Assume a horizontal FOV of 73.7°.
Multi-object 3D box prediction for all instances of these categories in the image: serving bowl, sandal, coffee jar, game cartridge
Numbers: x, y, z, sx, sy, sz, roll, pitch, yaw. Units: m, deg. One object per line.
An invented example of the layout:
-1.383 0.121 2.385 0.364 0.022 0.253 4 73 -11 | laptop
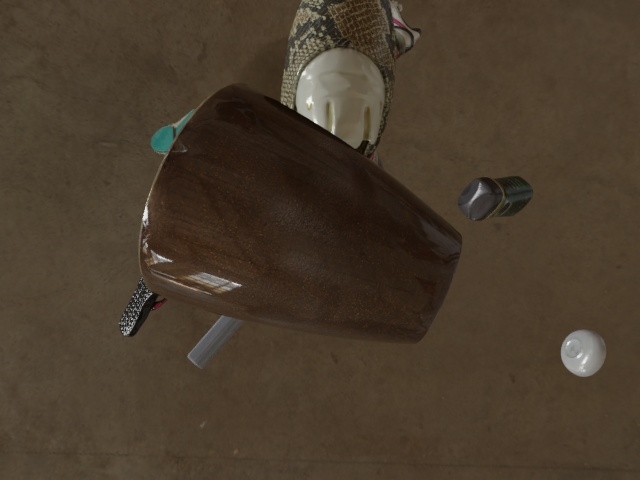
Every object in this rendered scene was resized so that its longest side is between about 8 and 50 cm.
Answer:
0.452 0.193 0.746 0.027 0.083 0.083 21 98 -10 | serving bowl
-0.289 0.090 0.737 0.040 0.067 0.179 19 110 -47 | sandal
0.396 -0.097 0.970 0.184 0.079 0.096 -8 143 -40 | coffee jar
-0.261 0.245 1.160 0.062 0.297 0.198 37 86 0 | game cartridge

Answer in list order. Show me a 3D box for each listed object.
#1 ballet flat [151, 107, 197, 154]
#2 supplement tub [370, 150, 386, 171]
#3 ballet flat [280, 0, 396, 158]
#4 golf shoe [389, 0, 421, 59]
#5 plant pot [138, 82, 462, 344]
-0.373 -0.288 1.176 0.077 0.241 0.091 4 79 -50 | ballet flat
0.075 -0.161 1.116 0.191 0.191 0.272 -39 144 2 | supplement tub
0.010 -0.121 0.633 0.164 0.182 0.482 8 129 -10 | ballet flat
0.107 -0.420 0.801 0.086 0.067 0.186 -38 81 -2 | golf shoe
0.000 0.000 0.399 0.231 0.215 0.215 23 98 7 | plant pot
